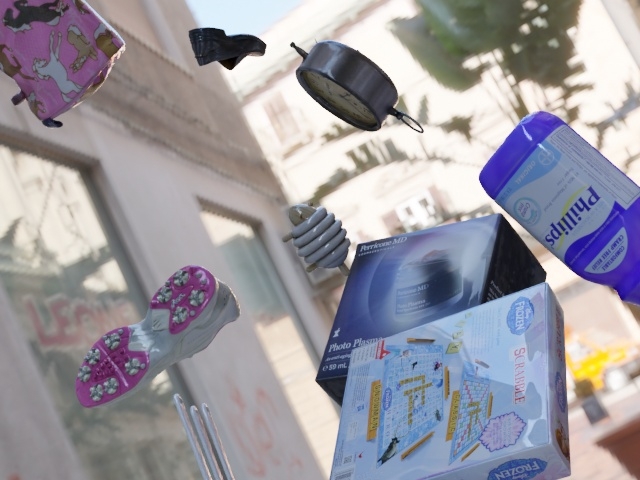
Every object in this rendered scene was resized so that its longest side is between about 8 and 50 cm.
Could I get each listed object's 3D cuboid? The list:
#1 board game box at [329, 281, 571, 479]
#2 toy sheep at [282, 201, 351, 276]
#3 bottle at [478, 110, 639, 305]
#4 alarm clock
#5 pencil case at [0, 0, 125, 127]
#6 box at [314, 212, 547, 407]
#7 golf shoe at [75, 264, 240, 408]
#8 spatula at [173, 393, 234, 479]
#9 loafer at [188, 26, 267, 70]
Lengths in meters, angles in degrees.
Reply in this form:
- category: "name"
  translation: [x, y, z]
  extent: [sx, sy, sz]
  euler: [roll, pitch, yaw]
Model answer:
- category: "board game box"
  translation: [0.174, 0.223, 1.589]
  extent: [0.318, 0.066, 0.318]
  euler: [-21, 30, 24]
- category: "toy sheep"
  translation: [0.000, 0.000, 1.750]
  extent: [0.091, 0.132, 0.091]
  euler: [-40, 10, 8]
- category: "bottle"
  translation: [0.309, -0.015, 1.300]
  extent: [0.092, 0.283, 0.118]
  euler: [-31, -19, -53]
- category: "alarm clock"
  translation: [0.052, -0.187, 1.485]
  extent: [0.064, 0.192, 0.129]
  euler: [-53, -16, -10]
- category: "pencil case"
  translation: [-0.436, -0.324, 1.518]
  extent: [0.167, 0.386, 0.160]
  euler: [-44, 18, 3]
- category: "box"
  translation: [0.183, 0.138, 1.938]
  extent: [0.296, 0.183, 0.294]
  euler: [-13, 43, 36]
- category: "golf shoe"
  translation: [-0.253, 0.171, 1.880]
  extent: [0.306, 0.115, 0.140]
  euler: [-39, -33, 13]
- category: "spatula"
  translation: [-0.121, 0.307, 1.454]
  extent: [0.019, 0.242, 0.168]
  euler: [-25, -15, 5]
- category: "loafer"
  translation: [-0.151, -0.309, 1.946]
  extent: [0.062, 0.061, 0.170]
  euler: [-4, -1, 40]
